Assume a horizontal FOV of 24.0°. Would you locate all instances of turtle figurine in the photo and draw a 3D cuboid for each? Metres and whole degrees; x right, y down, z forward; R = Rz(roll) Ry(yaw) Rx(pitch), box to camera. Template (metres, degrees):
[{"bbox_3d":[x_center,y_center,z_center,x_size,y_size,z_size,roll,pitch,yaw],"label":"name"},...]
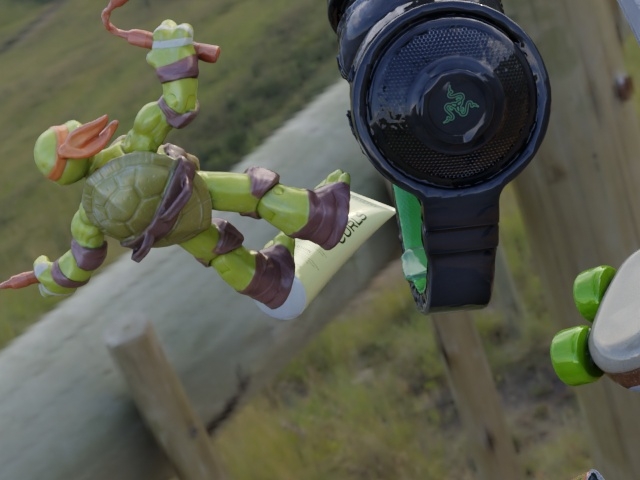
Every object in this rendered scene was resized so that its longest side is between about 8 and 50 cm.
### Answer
[{"bbox_3d":[-0.090,-0.039,0.959,0.269,0.217,0.087,-57,30,24],"label":"turtle figurine"}]

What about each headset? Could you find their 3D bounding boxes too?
[{"bbox_3d":[0.049,-0.128,1.045,0.185,0.394,0.243,-6,33,-3],"label":"headset"}]

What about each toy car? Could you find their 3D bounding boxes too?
[{"bbox_3d":[0.326,0.106,1.328,0.155,0.188,0.149,-19,32,43],"label":"toy car"}]

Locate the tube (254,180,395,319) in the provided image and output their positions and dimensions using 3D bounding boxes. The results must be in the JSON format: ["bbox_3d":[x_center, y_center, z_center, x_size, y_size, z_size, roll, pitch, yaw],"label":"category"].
[{"bbox_3d":[0.000,0.000,1.588,0.062,0.070,0.240,-26,13,32],"label":"tube"}]

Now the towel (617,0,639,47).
[{"bbox_3d":[0.465,-0.349,1.757,0.317,0.332,0.053,-18,14,46],"label":"towel"}]

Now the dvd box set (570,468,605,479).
[{"bbox_3d":[0.055,0.379,1.242,0.420,0.062,0.307,-38,9,33],"label":"dvd box set"}]
